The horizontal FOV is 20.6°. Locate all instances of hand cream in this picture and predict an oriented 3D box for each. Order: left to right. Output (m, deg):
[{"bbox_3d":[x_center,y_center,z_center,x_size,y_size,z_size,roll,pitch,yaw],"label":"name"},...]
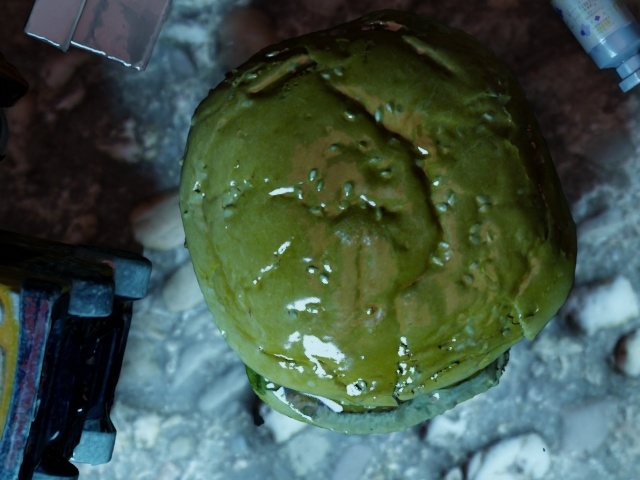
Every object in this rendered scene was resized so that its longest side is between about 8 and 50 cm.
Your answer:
[{"bbox_3d":[0.189,-0.187,1.300,0.065,0.043,0.171,-35,90,3],"label":"hand cream"}]

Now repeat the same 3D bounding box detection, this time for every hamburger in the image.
[{"bbox_3d":[0.041,-0.015,1.245,0.265,0.134,0.285,-22,81,-11],"label":"hamburger"}]

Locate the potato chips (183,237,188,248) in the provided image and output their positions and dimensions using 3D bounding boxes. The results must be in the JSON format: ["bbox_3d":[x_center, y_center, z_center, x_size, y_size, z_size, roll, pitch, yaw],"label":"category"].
[{"bbox_3d":[0.000,0.000,1.322,0.204,0.026,0.037,7,95,-1],"label":"potato chips"}]

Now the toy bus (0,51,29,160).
[{"bbox_3d":[-0.380,-0.056,1.270,0.329,0.143,0.153,-38,82,4],"label":"toy bus"}]

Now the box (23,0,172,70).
[{"bbox_3d":[-0.129,-0.226,1.218,0.086,0.215,0.215,21,93,-12],"label":"box"}]

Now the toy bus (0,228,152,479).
[{"bbox_3d":[-0.233,0.073,1.182,0.194,0.323,0.162,13,94,3],"label":"toy bus"}]
